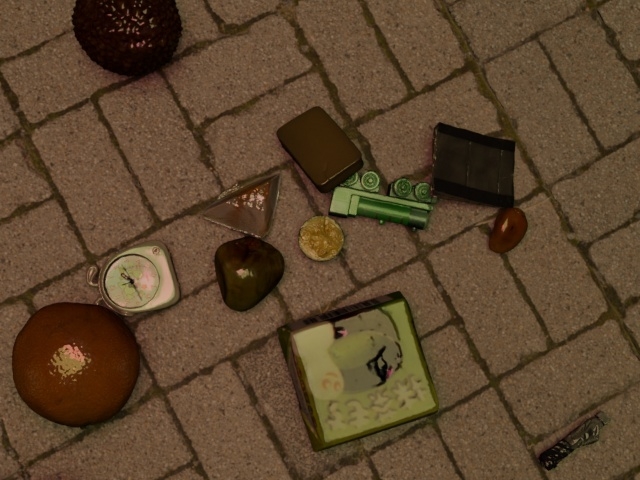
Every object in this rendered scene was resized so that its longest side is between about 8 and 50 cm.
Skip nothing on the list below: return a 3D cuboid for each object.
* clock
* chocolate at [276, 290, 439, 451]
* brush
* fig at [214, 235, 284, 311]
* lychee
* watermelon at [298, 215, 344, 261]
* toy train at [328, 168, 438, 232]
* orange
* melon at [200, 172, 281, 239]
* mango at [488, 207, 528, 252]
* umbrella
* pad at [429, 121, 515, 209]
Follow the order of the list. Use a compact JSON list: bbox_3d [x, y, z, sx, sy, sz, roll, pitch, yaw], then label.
[{"bbox_3d":[-0.410,0.090,1.763,0.191,0.062,0.151,-16,85,-6],"label":"clock"},{"bbox_3d":[0.088,0.282,1.742,0.301,0.137,0.289,-17,85,-6],"label":"chocolate"},{"bbox_3d":[0.000,-0.203,1.796,0.123,0.059,0.197,-34,58,-5],"label":"brush"},{"bbox_3d":[-0.165,0.073,1.754,0.154,0.144,0.166,19,90,-39],"label":"fig"},{"bbox_3d":[-0.413,-0.467,1.743,0.236,0.271,0.236,-14,124,-22],"label":"lychee"},{"bbox_3d":[0.000,0.000,1.807,0.105,0.062,0.105,1,75,-6],"label":"watermelon"},{"bbox_3d":[0.139,-0.092,1.824,0.251,0.085,0.119,12,88,-1],"label":"toy train"},{"bbox_3d":[-0.500,0.256,1.652,0.264,0.264,0.264,1,83,-5],"label":"orange"},{"bbox_3d":[-0.159,-0.066,1.791,0.202,0.093,0.139,-25,94,-2],"label":"melon"},{"bbox_3d":[0.429,-0.023,1.846,0.080,0.060,0.114,37,83,-18],"label":"mango"},{"bbox_3d":[0.573,0.452,1.809,0.188,0.046,0.050,-33,79,-12],"label":"umbrella"},{"bbox_3d":[0.351,-0.168,1.842,0.233,0.022,0.174,8,80,-25],"label":"pad"}]
